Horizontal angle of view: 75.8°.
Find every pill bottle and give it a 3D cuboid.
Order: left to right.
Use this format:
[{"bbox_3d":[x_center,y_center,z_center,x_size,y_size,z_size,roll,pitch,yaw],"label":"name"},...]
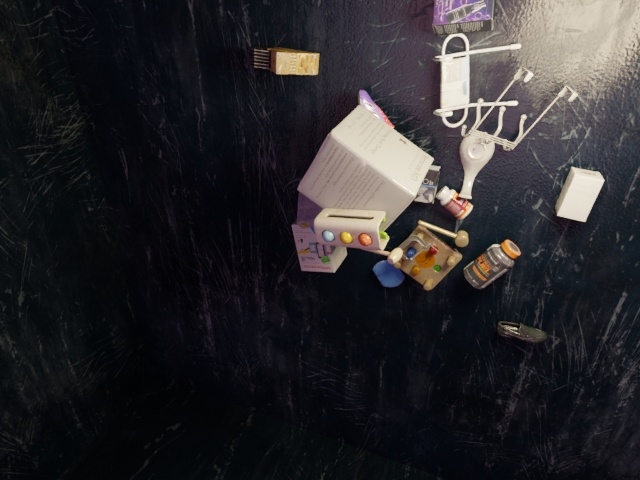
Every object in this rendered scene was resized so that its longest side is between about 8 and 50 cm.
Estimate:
[{"bbox_3d":[0.592,-0.170,1.828,0.152,0.086,0.086,39,126,0],"label":"pill bottle"},{"bbox_3d":[0.782,0.105,1.868,0.130,0.130,0.246,39,125,0],"label":"pill bottle"}]

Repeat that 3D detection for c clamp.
[{"bbox_3d":[0.441,0.045,1.903,0.137,0.022,0.160,47,125,-4],"label":"c clamp"}]

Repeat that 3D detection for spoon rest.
[{"bbox_3d":[0.643,-0.320,1.739,0.137,0.084,0.277,14,109,16],"label":"spoon rest"}]

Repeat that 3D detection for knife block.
[{"bbox_3d":[-0.172,-0.811,1.836,0.275,0.242,0.088,-9,125,-22],"label":"knife block"}]

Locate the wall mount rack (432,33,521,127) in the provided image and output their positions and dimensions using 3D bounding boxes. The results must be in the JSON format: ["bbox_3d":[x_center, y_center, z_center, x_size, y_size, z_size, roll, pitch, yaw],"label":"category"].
[{"bbox_3d":[0.585,-0.609,1.571,0.303,0.130,0.350,-12,117,-6],"label":"wall mount rack"}]

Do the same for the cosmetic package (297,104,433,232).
[{"bbox_3d":[0.187,-0.274,1.705,0.393,0.329,0.327,36,135,0],"label":"cosmetic package"}]

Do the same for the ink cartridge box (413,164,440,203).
[{"bbox_3d":[0.368,-0.279,1.886,0.332,0.065,0.166,12,122,19],"label":"ink cartridge box"}]

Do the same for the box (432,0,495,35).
[{"bbox_3d":[0.510,-0.831,1.457,0.207,0.108,0.153,4,97,23],"label":"box"}]

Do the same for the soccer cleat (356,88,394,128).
[{"bbox_3d":[0.254,-0.514,1.783,0.116,0.109,0.318,-15,114,28],"label":"soccer cleat"}]

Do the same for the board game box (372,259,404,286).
[{"bbox_3d":[0.360,0.166,2.157,0.133,0.033,0.169,-26,109,28],"label":"board game box"}]

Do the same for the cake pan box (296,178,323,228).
[{"bbox_3d":[0.012,-0.201,1.979,0.245,0.267,0.070,-8,152,20],"label":"cake pan box"}]

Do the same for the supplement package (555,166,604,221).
[{"bbox_3d":[1.014,-0.181,1.617,0.105,0.105,0.179,16,122,15],"label":"supplement package"}]

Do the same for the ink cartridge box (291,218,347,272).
[{"bbox_3d":[0.000,0.000,2.125,0.198,0.197,0.270,1,117,25],"label":"ink cartridge box"}]

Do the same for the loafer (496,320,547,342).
[{"bbox_3d":[0.978,0.441,1.998,0.223,0.076,0.078,6,127,26],"label":"loafer"}]

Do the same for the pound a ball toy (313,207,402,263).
[{"bbox_3d":[0.147,-0.002,1.621,0.319,0.136,0.208,7,128,28],"label":"pound a ball toy"}]

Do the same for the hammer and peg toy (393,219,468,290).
[{"bbox_3d":[0.524,0.044,1.955,0.265,0.127,0.361,35,126,5],"label":"hammer and peg toy"}]

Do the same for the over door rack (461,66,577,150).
[{"bbox_3d":[0.711,-0.482,1.508,0.239,0.108,0.324,9,149,-21],"label":"over door rack"}]
